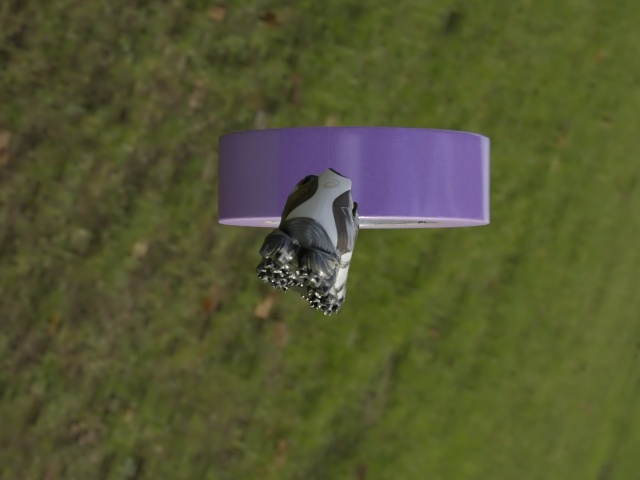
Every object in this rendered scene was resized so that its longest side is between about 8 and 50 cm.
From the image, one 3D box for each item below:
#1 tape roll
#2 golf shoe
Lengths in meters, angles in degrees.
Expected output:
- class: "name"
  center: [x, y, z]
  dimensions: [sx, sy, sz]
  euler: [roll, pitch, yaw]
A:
- class: "tape roll"
  center: [0.034, -0.060, 1.853]
  dimensions: [0.275, 0.275, 0.090]
  euler: [5, 86, -74]
- class: "golf shoe"
  center: [0.000, 0.000, 1.440]
  dimensions: [0.094, 0.077, 0.198]
  euler: [-64, 180, -11]
